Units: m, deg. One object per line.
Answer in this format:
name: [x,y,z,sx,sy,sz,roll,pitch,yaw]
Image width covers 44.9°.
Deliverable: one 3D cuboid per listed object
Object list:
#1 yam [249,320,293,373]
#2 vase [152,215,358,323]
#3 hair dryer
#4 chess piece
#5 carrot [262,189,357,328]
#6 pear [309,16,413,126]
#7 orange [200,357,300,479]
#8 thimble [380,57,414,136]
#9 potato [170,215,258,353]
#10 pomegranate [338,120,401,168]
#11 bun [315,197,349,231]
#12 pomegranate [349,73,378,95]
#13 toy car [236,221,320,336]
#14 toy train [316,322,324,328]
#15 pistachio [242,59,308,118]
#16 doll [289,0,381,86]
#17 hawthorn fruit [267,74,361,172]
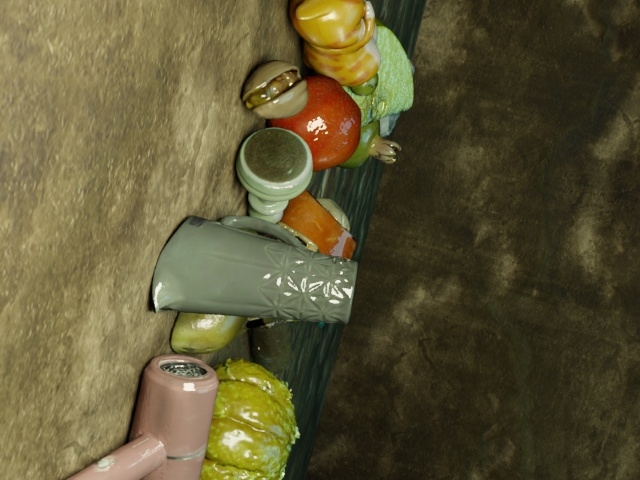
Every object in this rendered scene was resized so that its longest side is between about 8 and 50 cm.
yam: [-0.119,0.224,1.860,0.259,0.106,0.106,91,18,-55]
vase: [-0.093,0.051,1.249,0.251,0.301,0.156,-76,175,-50]
hair dryer: [-0.277,0.312,1.147,0.352,0.125,0.210,-15,120,-70]
chess piece: [-0.099,-0.093,1.495,0.271,0.139,0.139,111,0,-64]
carrot: [-0.041,0.057,1.712,0.331,0.214,0.193,-58,153,-12]
pear: [0.070,-0.386,1.759,0.292,0.159,0.292,-25,127,-39]
orange: [-0.161,0.388,1.487,0.300,0.223,0.301,-78,-175,-64]
thimble: [0.148,-0.415,2.128,0.205,0.172,0.250,0,107,-78]
potato: [-0.165,0.092,1.401,0.160,0.111,0.271,76,31,-67]
pomegranate: [0.093,-0.271,1.970,0.179,0.211,0.179,-6,97,-57]
bun: [0.000,0.000,2.055,0.229,0.145,0.229,16,90,-83]
pomegranate: [0.080,-0.336,1.628,0.073,0.085,0.073,-6,90,-75]
toy car: [-0.107,0.095,1.546,0.256,0.124,0.101,-58,169,-13]
toy train: [-0.014,0.149,2.295,0.298,0.120,0.194,-11,109,-79]
pistachio: [-0.080,-0.263,1.358,0.149,0.113,0.113,-31,138,-53]
doll: [0.031,-0.413,1.501,0.269,0.162,0.166,70,9,-66]
hawthorn fruit: [-0.032,-0.219,1.534,0.225,0.196,0.196,-35,152,-23]
